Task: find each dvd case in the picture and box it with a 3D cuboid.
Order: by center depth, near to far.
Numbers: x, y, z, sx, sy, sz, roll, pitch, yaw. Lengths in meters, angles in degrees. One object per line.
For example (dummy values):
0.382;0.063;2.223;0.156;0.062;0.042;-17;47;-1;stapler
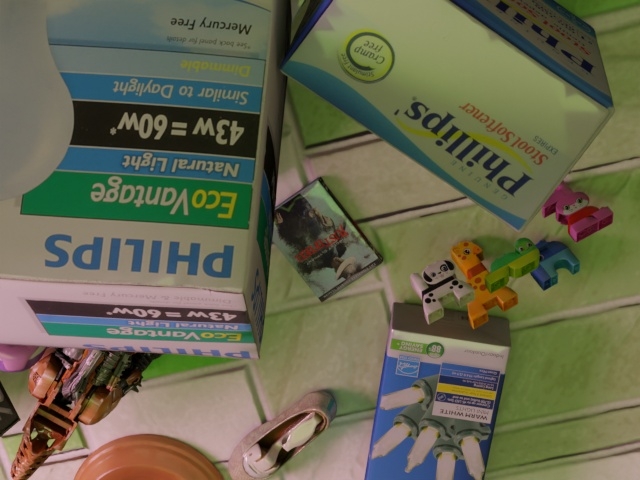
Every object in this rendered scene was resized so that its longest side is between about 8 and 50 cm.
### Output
0.000;0.000;1.634;0.087;0.013;0.119;-33;106;17;dvd case

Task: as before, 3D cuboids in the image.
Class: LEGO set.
0.189;0.016;1.582;0.227;0.093;0.087;-28;146;-12;LEGO set

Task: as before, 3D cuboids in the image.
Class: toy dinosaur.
-0.260;0.127;1.601;0.322;0.218;0.164;-35;105;17;toy dinosaur

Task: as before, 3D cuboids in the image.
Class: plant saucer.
-0.205;0.328;1.772;0.199;0.037;0.200;2;112;5;plant saucer

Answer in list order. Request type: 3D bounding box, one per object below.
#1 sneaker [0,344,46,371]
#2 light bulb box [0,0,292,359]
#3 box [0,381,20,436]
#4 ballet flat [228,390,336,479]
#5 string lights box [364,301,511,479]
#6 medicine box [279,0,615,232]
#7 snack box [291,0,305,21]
-0.338;0.063;1.598;0.095;0.236;0.105;-2;131;-21;sneaker
-0.215;-0.099;1.346;0.357;0.225;0.361;3;71;3;light bulb box
-0.496;0.095;1.620;0.293;0.073;0.296;-6;115;43;box
-0.050;0.234;1.710;0.057;0.052;0.168;42;110;-11;ballet flat
0.126;0.209;1.669;0.133;0.077;0.260;8;112;1;string lights box
0.122;-0.180;1.401;0.263;0.289;0.149;33;111;-8;medicine box
-0.063;-0.339;1.481;0.187;0.060;0.322;31;111;-8;snack box
